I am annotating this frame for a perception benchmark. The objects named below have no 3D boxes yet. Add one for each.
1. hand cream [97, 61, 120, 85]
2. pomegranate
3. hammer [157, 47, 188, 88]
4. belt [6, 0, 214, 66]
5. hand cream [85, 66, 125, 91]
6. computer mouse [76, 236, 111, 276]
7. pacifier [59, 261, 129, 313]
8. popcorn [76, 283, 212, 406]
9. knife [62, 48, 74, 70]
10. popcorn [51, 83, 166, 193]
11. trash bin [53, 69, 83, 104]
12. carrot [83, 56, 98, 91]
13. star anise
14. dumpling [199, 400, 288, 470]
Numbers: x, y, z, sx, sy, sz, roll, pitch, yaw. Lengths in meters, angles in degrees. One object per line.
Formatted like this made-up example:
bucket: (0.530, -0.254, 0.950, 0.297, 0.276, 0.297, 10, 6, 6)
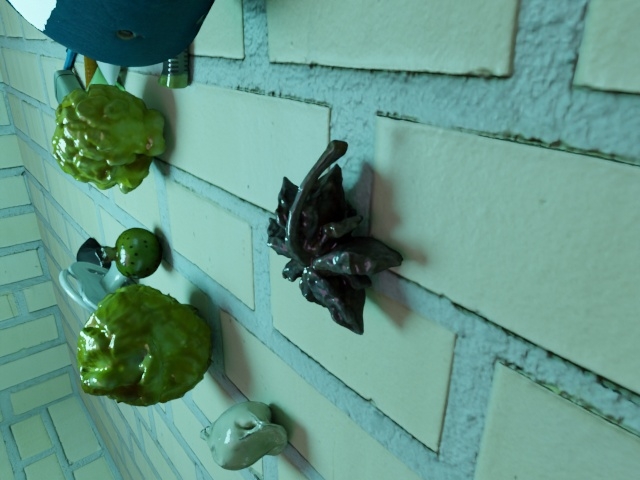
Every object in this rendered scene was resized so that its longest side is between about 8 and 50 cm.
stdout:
hand cream: (-0.422, -0.458, 0.920, 0.358, 0.117, 0.186, -21, 90, 61)
pomegranate: (-0.446, 0.032, 1.124, 0.130, 0.130, 0.131, 24, 123, 45)
hammer: (-0.248, -0.369, 0.772, 0.158, 0.041, 0.227, 33, 128, 43)
belt: (-0.261, -0.434, 0.547, 0.173, 0.300, 0.437, -19, 86, 52)
hand cream: (-0.534, -0.321, 1.111, 0.095, 0.046, 0.175, 47, 110, 9)
computer mouse: (-0.794, 0.079, 1.629, 0.264, 0.088, 0.147, 12, 116, 46)
pacifier: (-0.605, 0.109, 1.350, 0.279, 0.227, 0.207, 40, 93, 35)
popcorn: (-0.363, 0.227, 0.990, 0.282, 0.282, 0.247, -5, 65, 53)
knife: (-0.706, -0.508, 1.308, 0.296, 0.026, 0.044, -13, 62, 53)
popcorn: (-0.426, -0.201, 0.955, 0.235, 0.216, 0.181, 108, 157, -47)
trash bin: (-0.715, -0.403, 1.344, 0.130, 0.059, 0.116, 56, 142, 19)
carrot: (-0.554, -0.372, 1.157, 0.062, 0.066, 0.272, 6, 113, 4)
star anise: (0.000, -0.001, 0.567, 0.209, 0.089, 0.232, 3, 119, 43)
dumpling: (-0.136, 0.366, 0.874, 0.199, 0.136, 0.119, -18, 54, 34)
